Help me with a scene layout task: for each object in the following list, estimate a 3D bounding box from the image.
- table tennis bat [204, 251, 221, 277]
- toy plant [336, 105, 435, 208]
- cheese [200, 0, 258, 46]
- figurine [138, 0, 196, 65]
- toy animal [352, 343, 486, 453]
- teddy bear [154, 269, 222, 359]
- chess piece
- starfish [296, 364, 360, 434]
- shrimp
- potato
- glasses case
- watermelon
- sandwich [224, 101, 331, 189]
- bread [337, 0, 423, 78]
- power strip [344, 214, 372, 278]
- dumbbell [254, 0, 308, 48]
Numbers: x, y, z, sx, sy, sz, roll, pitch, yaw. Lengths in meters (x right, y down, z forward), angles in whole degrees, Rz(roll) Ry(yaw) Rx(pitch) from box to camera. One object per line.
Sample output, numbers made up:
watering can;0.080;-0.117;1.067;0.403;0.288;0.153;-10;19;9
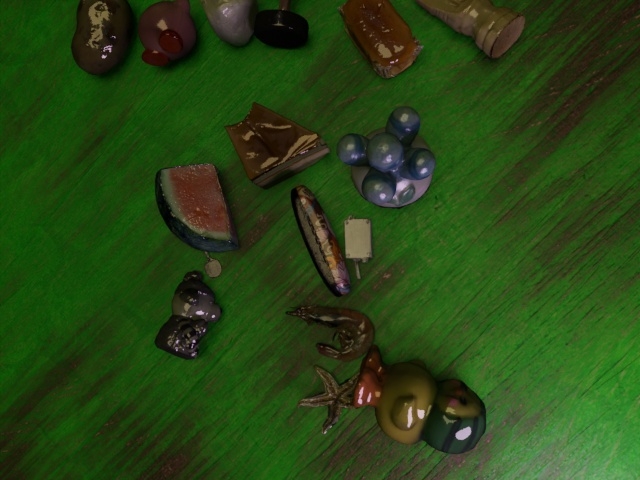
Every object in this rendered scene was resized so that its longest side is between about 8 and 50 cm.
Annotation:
table tennis bat;-0.316;0.068;1.718;0.050;0.007;0.083;-26;83;7
toy plant;0.171;-0.206;1.487;0.247;0.332;0.247;-1;87;9
cheese;-0.258;-0.672;1.680;0.154;0.198;0.189;-28;75;-1
figurine;-0.443;-0.610;1.722;0.173;0.173;0.173;-1;85;11
toy animal;0.244;0.418;1.494;0.338;0.216;0.191;19;116;8
teddy bear;-0.353;0.211;1.638;0.144;0.171;0.250;21;83;-8
chess piece;0.391;-0.618;1.599;0.301;0.137;0.137;43;94;22
starfish;0.032;0.408;1.600;0.208;0.053;0.175;-29;71;-5
shrimp;0.021;0.246;1.617;0.251;0.052;0.143;14;91;11
potato;-0.647;-0.623;1.771;0.165;0.165;0.262;13;94;12
glasses case;0.000;0.000;1.605;0.082;0.122;0.320;-24;81;9
watermelon;-0.344;-0.105;1.675;0.318;0.148;0.226;40;85;11
sandwich;-0.117;-0.284;1.635;0.228;0.155;0.198;-26;81;7
bread;0.162;-0.575;1.634;0.136;0.107;0.241;-34;80;3
power strip;0.104;0.018;1.625;0.075;0.042;0.175;-2;86;11
dumbbell;-0.101;-0.670;1.667;0.153;0.152;0.218;6;86;11
